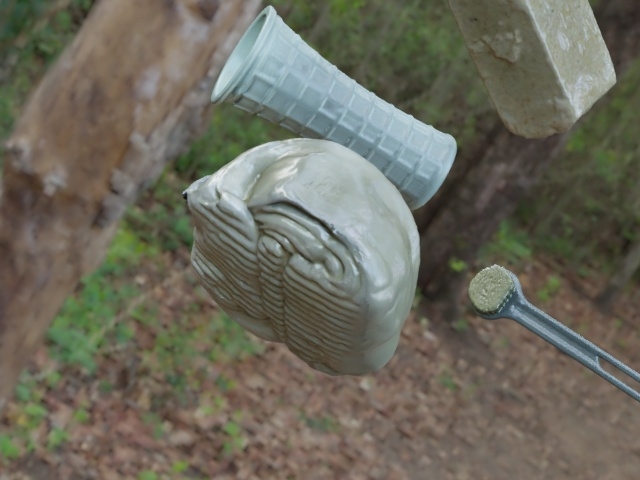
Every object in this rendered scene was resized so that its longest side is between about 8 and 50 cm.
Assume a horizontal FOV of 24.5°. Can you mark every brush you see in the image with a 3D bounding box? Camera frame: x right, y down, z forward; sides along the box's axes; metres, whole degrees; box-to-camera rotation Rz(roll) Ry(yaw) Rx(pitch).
[{"bbox_3d":[0.267,0.107,1.607,0.266,0.062,0.027,34,-4,34],"label":"brush"}]

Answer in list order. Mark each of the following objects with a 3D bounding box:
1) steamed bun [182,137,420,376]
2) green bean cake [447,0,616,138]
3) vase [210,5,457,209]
[{"bbox_3d":[-0.002,-0.001,1.237,0.211,0.144,0.218,32,-28,22],"label":"steamed bun"},{"bbox_3d":[0.194,-0.194,1.363,0.109,0.085,0.179,-49,119,-43],"label":"green bean cake"},{"bbox_3d":[0.022,-0.156,1.864,0.298,0.143,0.143,32,13,-14],"label":"vase"}]
